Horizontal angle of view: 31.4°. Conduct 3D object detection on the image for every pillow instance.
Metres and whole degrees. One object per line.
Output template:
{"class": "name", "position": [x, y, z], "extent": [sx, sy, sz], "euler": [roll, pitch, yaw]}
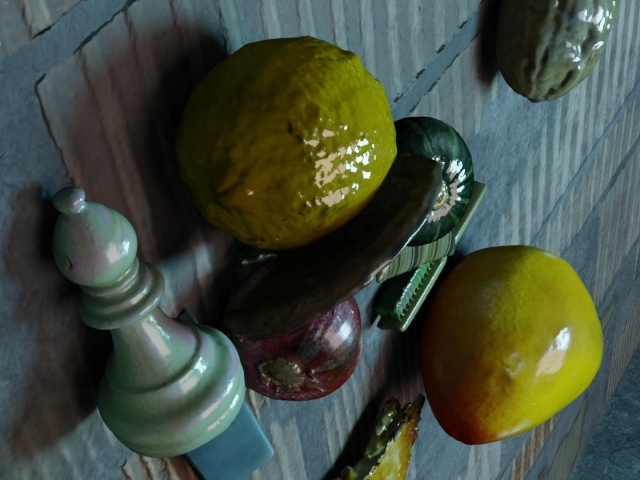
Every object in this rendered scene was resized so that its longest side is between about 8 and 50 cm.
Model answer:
{"class": "pillow", "position": [0.130, -0.015, 1.562], "extent": [0.203, 0.038, 0.113], "euler": [-19, 106, -52]}

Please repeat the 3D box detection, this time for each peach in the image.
{"class": "peach", "position": [0.282, 0.158, 1.766], "extent": [0.308, 0.289, 0.289], "euler": [-24, 134, -23]}

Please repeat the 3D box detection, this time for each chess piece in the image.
{"class": "chess piece", "position": [-0.169, 0.059, 1.002], "extent": [0.139, 0.139, 0.272], "euler": [-51, 137, -33]}

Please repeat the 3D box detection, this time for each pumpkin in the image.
{"class": "pumpkin", "position": [0.115, -0.073, 1.421], "extent": [0.125, 0.167, 0.167], "euler": [-135, -121, -69]}

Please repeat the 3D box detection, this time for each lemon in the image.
{"class": "lemon", "position": [-0.031, -0.091, 1.053], "extent": [0.231, 0.192, 0.192], "euler": [-45, 145, -44]}

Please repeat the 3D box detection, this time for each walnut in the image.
{"class": "walnut", "position": [0.336, -0.306, 1.653], "extent": [0.178, 0.178, 0.230], "euler": [-33, 141, -51]}

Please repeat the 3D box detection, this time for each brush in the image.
{"class": "brush", "position": [0.159, 0.013, 1.666], "extent": [0.282, 0.054, 0.048], "euler": [-56, 132, -27]}

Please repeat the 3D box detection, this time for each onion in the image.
{"class": "onion", "position": [-0.024, 0.080, 1.249], "extent": [0.195, 0.159, 0.159], "euler": [-71, 164, -50]}

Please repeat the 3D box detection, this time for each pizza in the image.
{"class": "pizza", "position": [0.054, 0.370, 1.695], "extent": [0.251, 0.074, 0.288], "euler": [-9, 116, -62]}

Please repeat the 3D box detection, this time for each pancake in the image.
{"class": "pancake", "position": [0.000, 0.000, 1.128], "extent": [0.288, 0.286, 0.033], "euler": [-48, 114, -36]}

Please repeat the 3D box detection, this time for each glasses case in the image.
{"class": "glasses case", "position": [-0.117, 0.191, 1.250], "extent": [0.105, 0.056, 0.266], "euler": [-58, 152, -24]}
